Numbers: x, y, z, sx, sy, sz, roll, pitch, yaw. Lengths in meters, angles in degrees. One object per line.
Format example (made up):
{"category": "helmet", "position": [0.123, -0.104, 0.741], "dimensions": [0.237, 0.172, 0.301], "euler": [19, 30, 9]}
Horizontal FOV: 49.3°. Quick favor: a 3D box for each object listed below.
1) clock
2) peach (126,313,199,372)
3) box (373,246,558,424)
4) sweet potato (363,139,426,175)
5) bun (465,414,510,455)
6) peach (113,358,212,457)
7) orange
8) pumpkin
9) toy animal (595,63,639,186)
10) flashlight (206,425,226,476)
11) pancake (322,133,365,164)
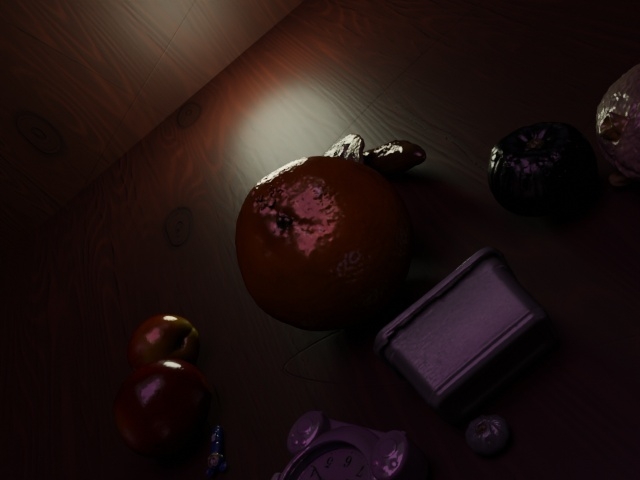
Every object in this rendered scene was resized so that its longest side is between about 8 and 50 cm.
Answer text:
{"category": "clock", "position": [0.024, 0.489, 1.275], "dimensions": [0.295, 0.113, 0.322], "euler": [0, 53, 44]}
{"category": "peach", "position": [-0.422, 0.292, 1.869], "dimensions": [0.192, 0.190, 0.190], "euler": [-18, 40, 36]}
{"category": "box", "position": [0.282, 0.190, 1.315], "dimensions": [0.312, 0.175, 0.182], "euler": [-40, 43, 2]}
{"category": "sweet potato", "position": [0.190, -0.219, 1.907], "dimensions": [0.114, 0.092, 0.341], "euler": [-48, 21, -30]}
{"category": "bun", "position": [0.293, 0.341, 1.233], "dimensions": [0.083, 0.045, 0.083], "euler": [-28, 31, 19]}
{"category": "peach", "position": [-0.378, 0.401, 1.690], "dimensions": [0.243, 0.199, 0.243], "euler": [-13, 54, 18]}
{"category": "orange", "position": [0.000, 0.000, 1.603], "dimensions": [0.424, 0.326, 0.424], "euler": [-10, 65, 23]}
{"category": "pumpkin", "position": [0.473, -0.150, 1.496], "dimensions": [0.233, 0.163, 0.233], "euler": [-18, 36, 14]}
{"category": "toy animal", "position": [0.666, -0.246, 1.394], "dimensions": [0.226, 0.188, 0.358], "euler": [-15, 42, 28]}
{"category": "flashlight", "position": [-0.240, 0.481, 1.607], "dimensions": [0.057, 0.035, 0.121], "euler": [-29, 36, 19]}
{"category": "pancake", "position": [0.048, -0.173, 1.953], "dimensions": [0.282, 0.049, 0.282], "euler": [-45, 36, 46]}
